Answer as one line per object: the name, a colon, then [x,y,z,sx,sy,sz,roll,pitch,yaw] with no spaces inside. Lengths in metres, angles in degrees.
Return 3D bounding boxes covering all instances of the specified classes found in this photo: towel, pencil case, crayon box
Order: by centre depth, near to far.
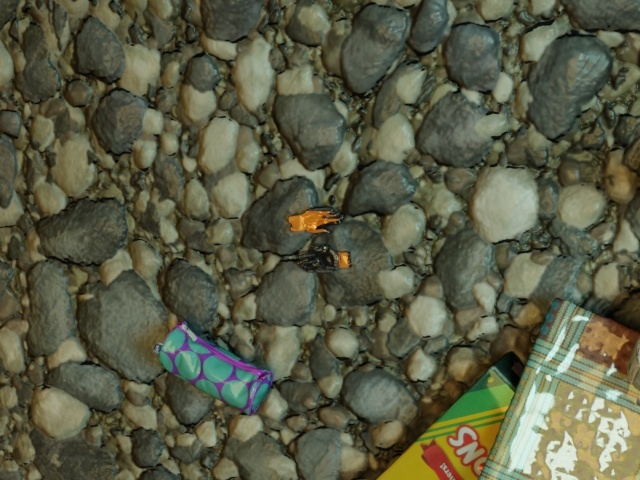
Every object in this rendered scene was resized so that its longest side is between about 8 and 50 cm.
towel: [0.315,0.281,1.603,0.271,0.040,0.370,22,88,9]
crayon box: [0.182,0.314,1.732,0.202,0.081,0.318,46,115,9]
pencil case: [-0.136,0.162,1.854,0.151,0.064,0.070,28,126,17]

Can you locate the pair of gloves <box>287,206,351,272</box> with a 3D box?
pair of gloves: [0.000,0.000,1.792,0.074,0.010,0.083,-7,100,24]

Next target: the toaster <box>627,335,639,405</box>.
toaster: [0.432,0.108,1.533,0.146,0.129,0.227,38,77,16]
